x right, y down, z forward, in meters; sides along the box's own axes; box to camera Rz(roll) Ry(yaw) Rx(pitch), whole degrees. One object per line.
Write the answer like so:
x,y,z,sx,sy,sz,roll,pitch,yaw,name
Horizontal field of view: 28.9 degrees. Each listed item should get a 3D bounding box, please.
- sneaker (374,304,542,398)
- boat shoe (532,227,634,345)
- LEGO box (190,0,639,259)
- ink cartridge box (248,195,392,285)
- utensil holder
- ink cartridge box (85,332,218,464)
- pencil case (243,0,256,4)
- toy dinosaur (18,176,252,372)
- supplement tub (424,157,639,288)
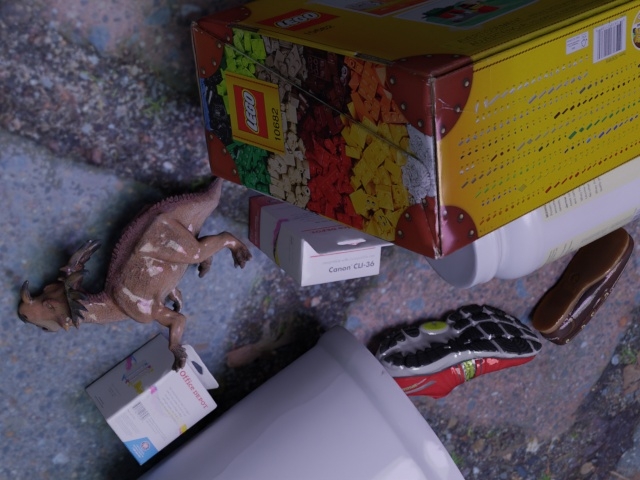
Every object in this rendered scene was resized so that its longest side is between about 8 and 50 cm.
0.196,0.177,1.851,0.279,0.107,0.118,-7,133,-23,sneaker
0.414,0.072,1.927,0.207,0.073,0.073,-49,128,7,boat shoe
0.168,-0.196,1.416,0.500,0.372,0.193,-25,121,-34,LEGO box
0.000,0.000,1.582,0.115,0.198,0.067,-9,115,-26,ink cartridge box
-0.036,0.355,1.649,0.385,0.327,0.328,-36,124,-8,utensil holder
-0.213,0.200,1.618,0.143,0.090,0.092,-37,124,-12,ink cartridge box
-0.058,-0.187,1.535,0.088,0.086,0.206,-23,121,-28,pencil case
-0.218,0.023,1.523,0.200,0.127,0.296,36,86,-29,toy dinosaur
0.289,-0.090,1.682,0.324,0.235,0.235,-25,121,-18,supplement tub
